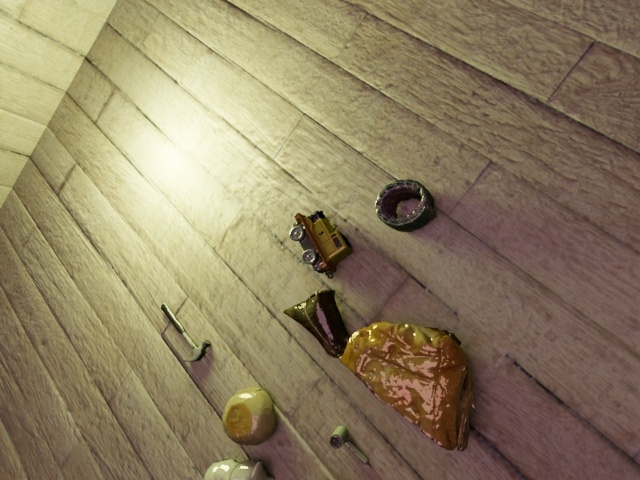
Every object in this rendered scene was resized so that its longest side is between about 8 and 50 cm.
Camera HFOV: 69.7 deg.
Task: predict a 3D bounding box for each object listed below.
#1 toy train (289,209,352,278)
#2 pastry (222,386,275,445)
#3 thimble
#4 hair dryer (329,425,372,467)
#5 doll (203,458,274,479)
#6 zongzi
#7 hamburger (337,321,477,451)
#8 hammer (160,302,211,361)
[{"bbox_3d":[0.000,0.000,1.251,0.127,0.089,0.219,-33,67,9],"label":"toy train"},{"bbox_3d":[-0.198,0.489,1.275,0.157,0.092,0.156,-6,74,22],"label":"pastry"},{"bbox_3d":[0.211,-0.086,1.143,0.135,0.090,0.118,-19,74,24],"label":"thimble"},{"bbox_3d":[0.078,0.521,1.140,0.124,0.063,0.038,41,100,15],"label":"hair dryer"},{"bbox_3d":[-0.228,0.655,1.254,0.181,0.110,0.106,-11,38,28],"label":"doll"},{"bbox_3d":[-0.013,0.244,1.227,0.184,0.084,0.187,-30,72,36],"label":"zongzi"},{"bbox_3d":[0.228,0.286,1.034,0.330,0.162,0.208,35,96,31],"label":"hamburger"},{"bbox_3d":[-0.452,0.293,1.482,0.246,0.029,0.103,39,100,29],"label":"hammer"}]
